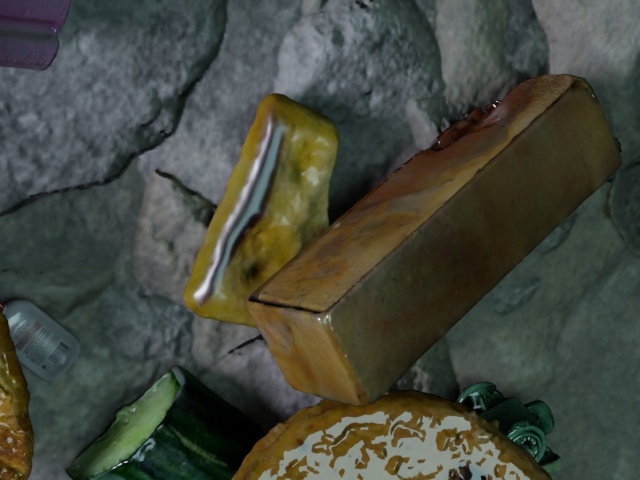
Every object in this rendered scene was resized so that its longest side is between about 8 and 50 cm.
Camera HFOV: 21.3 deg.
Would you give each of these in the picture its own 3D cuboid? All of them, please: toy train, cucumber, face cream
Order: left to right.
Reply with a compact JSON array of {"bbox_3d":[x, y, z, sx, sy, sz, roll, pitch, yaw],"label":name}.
[{"bbox_3d":[-0.210,0.064,1.209,0.040,0.021,0.083,-50,119,-5],"label":"face cream"},{"bbox_3d":[-0.107,0.165,1.268,0.116,0.062,0.115,-51,123,-3],"label":"cucumber"},{"bbox_3d":[0.103,0.202,1.374,0.200,0.083,0.132,-21,124,-20],"label":"toy train"}]

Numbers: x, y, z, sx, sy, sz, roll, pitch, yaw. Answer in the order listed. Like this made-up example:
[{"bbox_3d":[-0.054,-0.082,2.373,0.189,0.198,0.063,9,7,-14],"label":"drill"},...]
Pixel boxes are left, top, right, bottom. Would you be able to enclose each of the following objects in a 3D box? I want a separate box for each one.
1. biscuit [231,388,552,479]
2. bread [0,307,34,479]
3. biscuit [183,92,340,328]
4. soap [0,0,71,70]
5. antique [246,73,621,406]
[{"bbox_3d":[0.054,0.249,1.258,0.296,0.075,0.295,0,91,-9],"label":"biscuit"},{"bbox_3d":[-0.261,0.078,1.156,0.105,0.076,0.233,-25,114,-17],"label":"bread"},{"bbox_3d":[0.000,0.000,1.285,0.183,0.039,0.174,24,91,-30],"label":"biscuit"},{"bbox_3d":[-0.238,-0.173,1.049,0.203,0.065,0.122,-1,111,-57],"label":"soap"},{"bbox_3d":[0.092,-0.009,1.261,0.310,0.093,0.087,-41,119,-27],"label":"antique"}]
